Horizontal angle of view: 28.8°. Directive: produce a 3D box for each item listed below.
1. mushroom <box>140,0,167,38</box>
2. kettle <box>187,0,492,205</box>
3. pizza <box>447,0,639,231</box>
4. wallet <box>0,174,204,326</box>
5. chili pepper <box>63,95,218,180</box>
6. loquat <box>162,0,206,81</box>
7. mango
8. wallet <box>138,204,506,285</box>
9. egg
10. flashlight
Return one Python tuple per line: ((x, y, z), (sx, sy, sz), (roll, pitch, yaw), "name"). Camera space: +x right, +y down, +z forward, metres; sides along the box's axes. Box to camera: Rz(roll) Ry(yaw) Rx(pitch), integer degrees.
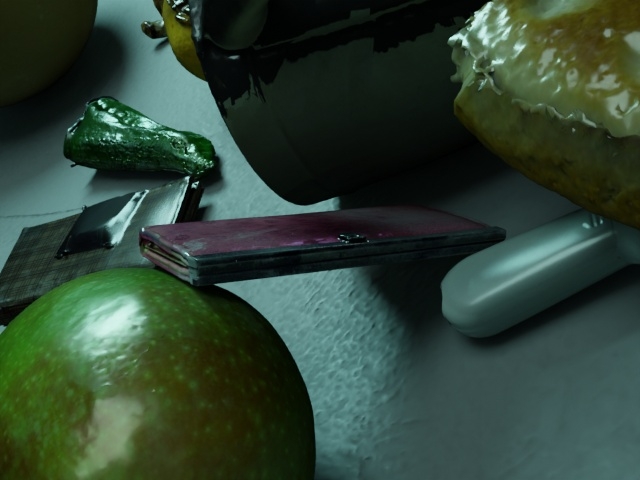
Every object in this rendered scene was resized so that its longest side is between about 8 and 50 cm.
((-0.162, -0.268, 1.424), (0.129, 0.073, 0.088), (-26, 67, 25), "mushroom")
((0.077, -0.188, 0.911), (0.324, 0.321, 0.228), (-18, 73, 22), "kettle")
((0.333, -0.135, 0.744), (0.440, 0.130, 0.406), (19, 56, 40), "pizza")
((-0.217, 0.012, 1.187), (0.230, 0.042, 0.124), (-17, 43, 34), "wallet")
((-0.174, -0.090, 1.255), (0.227, 0.059, 0.088), (20, 70, 48), "chili pepper")
((-0.087, -0.221, 1.244), (0.141, 0.141, 0.141), (-26, 37, 21), "loquat")
((-0.129, 0.119, 0.848), (0.225, 0.201, 0.382), (-51, 22, 0), "mango")
((0.000, 0.000, 0.869), (0.232, 0.025, 0.119), (-6, 12, -27), "wallet")
((-0.428, -0.307, 1.521), (0.374, 0.301, 0.301), (14, 61, 39), "egg")
((0.169, 0.010, 0.815), (0.200, 0.047, 0.093), (-28, 34, 22), "flashlight")
